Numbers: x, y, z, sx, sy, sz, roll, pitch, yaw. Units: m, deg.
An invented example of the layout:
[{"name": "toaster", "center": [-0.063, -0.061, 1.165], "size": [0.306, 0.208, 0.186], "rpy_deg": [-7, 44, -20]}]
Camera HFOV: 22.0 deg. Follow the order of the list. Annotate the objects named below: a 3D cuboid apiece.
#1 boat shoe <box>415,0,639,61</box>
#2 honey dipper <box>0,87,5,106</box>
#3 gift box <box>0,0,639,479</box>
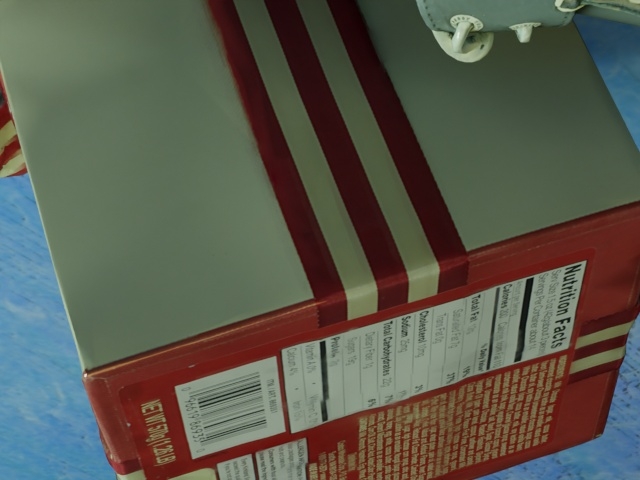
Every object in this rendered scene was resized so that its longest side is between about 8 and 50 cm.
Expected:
[{"name": "boat shoe", "center": [0.057, -0.121, 0.593], "size": [0.319, 0.116, 0.099], "rpy_deg": [28, 110, 0]}, {"name": "honey dipper", "center": [-0.187, -0.118, 0.790], "size": [0.030, 0.030, 0.161], "rpy_deg": [-6, 143, 6]}, {"name": "gift box", "center": [-0.031, -0.034, 0.708], "size": [0.276, 0.258, 0.255], "rpy_deg": [-13, 150, -10]}]
